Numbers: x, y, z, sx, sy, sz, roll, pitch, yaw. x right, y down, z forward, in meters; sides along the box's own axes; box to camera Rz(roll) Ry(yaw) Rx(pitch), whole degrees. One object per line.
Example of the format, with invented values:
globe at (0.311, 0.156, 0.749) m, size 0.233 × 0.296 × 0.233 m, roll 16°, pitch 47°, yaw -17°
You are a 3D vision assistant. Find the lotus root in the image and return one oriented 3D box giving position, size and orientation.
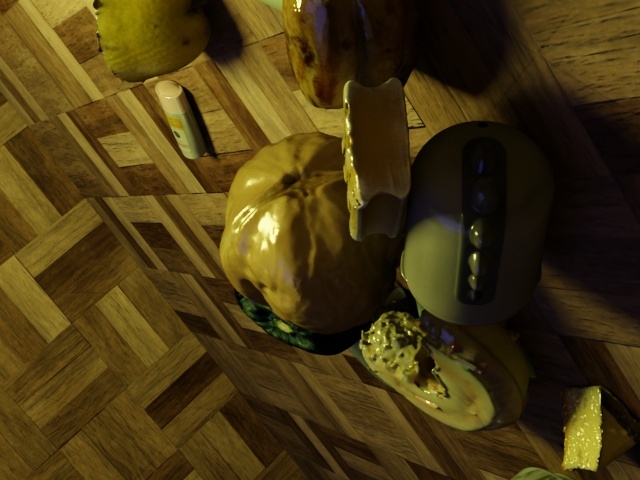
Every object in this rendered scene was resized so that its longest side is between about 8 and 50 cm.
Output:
lotus root at (0.047, -0.294, 1.328) m, size 0.193 × 0.193 × 0.291 m, roll 37°, pitch 157°, yaw 25°

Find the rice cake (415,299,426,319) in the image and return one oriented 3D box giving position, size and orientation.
rice cake at (0.218, 0.144, 1.989) m, size 0.033 × 0.029 × 0.170 m, roll 40°, pitch 158°, yaw 35°

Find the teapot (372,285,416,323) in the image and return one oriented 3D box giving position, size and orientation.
teapot at (0.151, 0.148, 2.051) m, size 0.096 × 0.087 × 0.177 m, roll -102°, pitch -11°, yaw -54°

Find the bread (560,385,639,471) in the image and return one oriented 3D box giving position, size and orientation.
bread at (0.480, 0.333, 1.726) m, size 0.152 × 0.127 × 0.147 m, roll 63°, pitch 160°, yaw 7°

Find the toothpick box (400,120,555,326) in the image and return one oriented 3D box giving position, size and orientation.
toothpick box at (0.225, -0.026, 1.392) m, size 0.229 × 0.229 × 0.316 m, roll 37°, pitch 157°, yaw 25°

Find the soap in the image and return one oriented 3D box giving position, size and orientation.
soap at (0.076, -0.107, 1.370) m, size 0.274 × 0.089 × 0.173 m, roll 77°, pitch -170°, yaw -80°

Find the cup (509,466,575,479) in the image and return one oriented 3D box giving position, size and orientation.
cup at (0.508, 0.614, 2.073) m, size 0.347 × 0.163 × 0.347 m, roll 39°, pitch 158°, yaw 19°

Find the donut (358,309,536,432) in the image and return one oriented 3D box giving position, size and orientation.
donut at (0.259, 0.236, 1.867) m, size 0.307 × 0.150 × 0.371 m, roll 42°, pitch 156°, yaw -7°

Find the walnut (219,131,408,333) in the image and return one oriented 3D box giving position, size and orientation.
walnut at (-0.004, -0.013, 1.752) m, size 0.383 × 0.383 × 0.383 m, roll 40°, pitch 158°, yaw 20°

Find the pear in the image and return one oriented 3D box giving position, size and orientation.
pear at (-0.292, -0.405, 1.811) m, size 0.178 × 0.267 × 0.267 m, roll 12°, pitch 147°, yaw 18°

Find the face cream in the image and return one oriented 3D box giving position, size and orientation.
face cream at (-0.320, -0.276, 2.240) m, size 0.084 × 0.057 × 0.198 m, roll 31°, pitch 154°, yaw 36°

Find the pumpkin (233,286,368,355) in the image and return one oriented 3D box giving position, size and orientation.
pumpkin at (-0.034, 0.103, 2.129) m, size 0.315 × 0.238 × 0.315 m, roll 25°, pitch 161°, yaw 9°

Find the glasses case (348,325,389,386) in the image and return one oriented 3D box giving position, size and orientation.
glasses case at (0.105, 0.249, 2.343) m, size 0.282 × 0.067 × 0.109 m, roll 47°, pitch 156°, yaw 6°

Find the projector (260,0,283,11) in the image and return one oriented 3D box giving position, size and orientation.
projector at (-0.114, -0.435, 1.486) m, size 0.337 × 0.108 × 0.108 m, roll 33°, pitch 155°, yaw 34°
